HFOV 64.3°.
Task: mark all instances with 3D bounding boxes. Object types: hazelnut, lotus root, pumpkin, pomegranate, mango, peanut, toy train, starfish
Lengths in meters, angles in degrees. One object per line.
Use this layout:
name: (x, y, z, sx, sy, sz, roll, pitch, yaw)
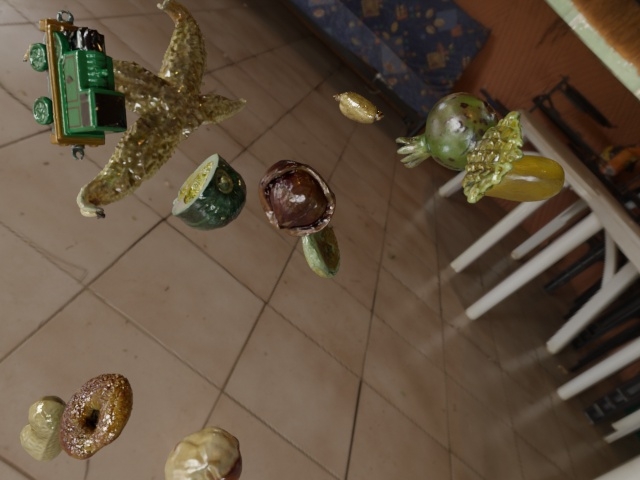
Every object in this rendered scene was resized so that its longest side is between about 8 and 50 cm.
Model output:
hazelnut: (-0.389, 0.762, 1.706, 0.261, 0.261, 0.241, 46, -13, 2)
lotus root: (0.091, -0.338, 1.293, 0.152, 0.063, 0.072, 34, 22, 23)
pumpkin: (-0.394, -0.152, 1.879, 0.197, 0.263, 0.293, 43, 35, -28)
pomegranate: (0.389, -0.305, 1.544, 0.242, 0.306, 0.242, 55, 10, -14)
mango: (0.644, -0.203, 1.661, 0.332, 0.195, 0.142, 1, 74, -18)
peanut: (-0.802, 0.545, 1.484, 0.125, 0.274, 0.111, 17, 32, -15)
toy train: (-0.369, -0.239, 0.789, 0.091, 0.136, 0.227, -14, 107, -61)
starfish: (-0.340, -0.273, 0.942, 0.432, 0.082, 0.324, -42, 100, -31)
hazelnut: (-0.056, -0.108, 1.278, 0.202, 0.170, 0.160, 41, 31, -5)

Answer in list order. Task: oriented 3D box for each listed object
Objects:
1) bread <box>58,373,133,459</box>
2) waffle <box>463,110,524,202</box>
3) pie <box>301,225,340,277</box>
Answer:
bread: (-0.499, 0.383, 1.127, 0.064, 0.193, 0.193, 54, 14, -43)
waffle: (0.424, -0.210, 1.282, 0.054, 0.204, 0.223, 24, 49, -9)
pie: (0.000, 0.006, 1.962, 0.302, 0.067, 0.302, -17, 90, -70)
